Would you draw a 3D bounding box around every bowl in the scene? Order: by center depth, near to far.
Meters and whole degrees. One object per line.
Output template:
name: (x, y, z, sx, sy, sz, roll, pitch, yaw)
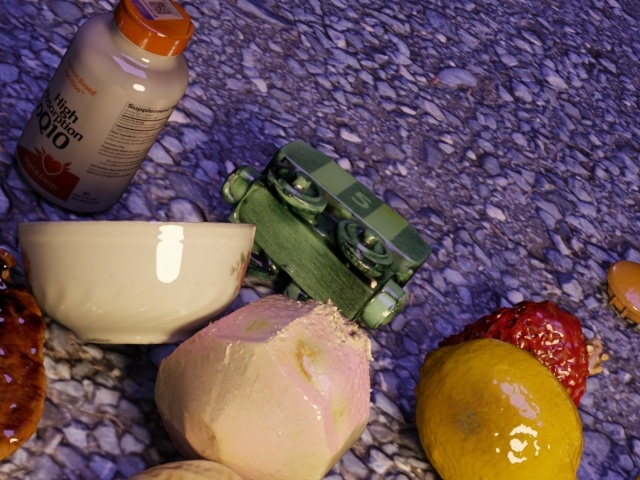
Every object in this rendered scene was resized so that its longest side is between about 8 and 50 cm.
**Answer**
bowl: (-0.216, 0.047, 1.687, 0.277, 0.277, 0.145, 4, 88, -40)

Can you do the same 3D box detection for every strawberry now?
strawberry: (0.285, 0.173, 2.021, 0.234, 0.178, 0.234, 18, 37, -14)

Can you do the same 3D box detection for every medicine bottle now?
medicine bottle: (-0.269, -0.184, 1.853, 0.157, 0.288, 0.157, 24, 34, -18)

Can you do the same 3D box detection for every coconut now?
coconut: (-0.064, 0.177, 1.648, 0.233, 0.233, 0.245, 42, 30, 9)

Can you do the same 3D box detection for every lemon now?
lemon: (0.227, 0.236, 1.856, 0.260, 0.204, 0.204, 46, 34, 21)

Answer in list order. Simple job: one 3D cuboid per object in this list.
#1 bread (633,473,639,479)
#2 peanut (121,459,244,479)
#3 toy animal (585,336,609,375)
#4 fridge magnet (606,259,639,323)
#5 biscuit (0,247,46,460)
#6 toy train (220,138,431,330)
bread: (0.471, 0.438, 1.789, 0.320, 0.237, 0.320, 24, 38, -21)
peanut: (-0.095, 0.311, 1.538, 0.290, 0.130, 0.130, 22, 35, -22)
toy animal: (0.414, 0.187, 2.243, 0.060, 0.081, 0.083, 26, -3, -1)
fridge magnet: (0.547, 0.092, 2.462, 0.143, 0.063, 0.143, 23, 35, -17)
biscuit: (-0.431, 0.109, 1.530, 0.289, 0.081, 0.334, 22, 39, -21)
toy train: (0.000, 0.000, 2.003, 0.299, 0.167, 0.238, 41, 23, 6)
